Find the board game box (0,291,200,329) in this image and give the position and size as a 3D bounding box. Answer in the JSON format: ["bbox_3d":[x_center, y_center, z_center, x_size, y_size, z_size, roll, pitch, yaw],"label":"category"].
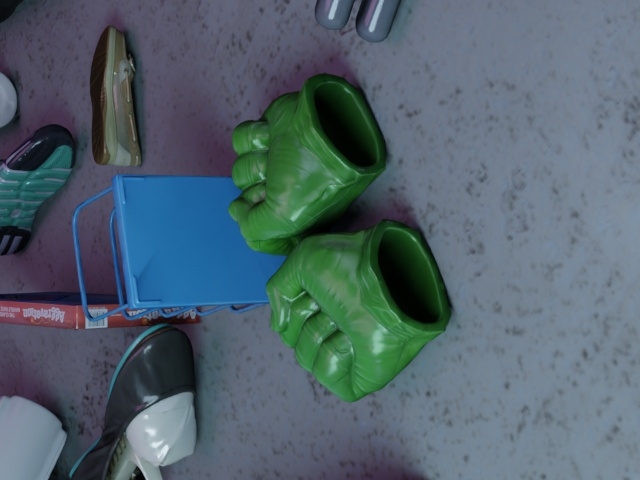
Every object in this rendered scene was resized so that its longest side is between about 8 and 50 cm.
[{"bbox_3d":[-0.266,0.072,1.411,0.281,0.145,0.027,0,89,50],"label":"board game box"}]

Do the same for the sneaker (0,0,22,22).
[{"bbox_3d":[-0.383,-0.369,1.575,0.295,0.123,0.178,-15,88,50],"label":"sneaker"}]

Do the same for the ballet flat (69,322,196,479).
[{"bbox_3d":[-0.174,0.199,1.355,0.096,0.095,0.280,52,138,24],"label":"ballet flat"}]

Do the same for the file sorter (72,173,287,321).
[{"bbox_3d":[-0.129,0.011,1.234,0.104,0.170,0.118,-23,73,50],"label":"file sorter"}]

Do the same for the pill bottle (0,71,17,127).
[{"bbox_3d":[-0.441,-0.163,1.667,0.137,0.078,0.078,-12,81,49],"label":"pill bottle"}]

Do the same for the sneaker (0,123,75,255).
[{"bbox_3d":[-0.360,-0.080,1.572,0.224,0.083,0.098,-49,50,38],"label":"sneaker"}]

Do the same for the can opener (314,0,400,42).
[{"bbox_3d":[0.064,-0.291,1.068,0.093,0.074,0.280,-86,15,-63],"label":"can opener"}]

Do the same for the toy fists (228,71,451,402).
[{"bbox_3d":[0.000,0.000,1.140,0.142,0.096,0.279,-43,60,41],"label":"toy fists"}]

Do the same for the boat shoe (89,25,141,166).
[{"bbox_3d":[-0.216,-0.154,1.439,0.056,0.048,0.153,-27,62,59],"label":"boat shoe"}]

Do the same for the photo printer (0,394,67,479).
[{"bbox_3d":[-0.423,0.348,1.504,0.256,0.107,0.307,-36,26,46],"label":"photo printer"}]
